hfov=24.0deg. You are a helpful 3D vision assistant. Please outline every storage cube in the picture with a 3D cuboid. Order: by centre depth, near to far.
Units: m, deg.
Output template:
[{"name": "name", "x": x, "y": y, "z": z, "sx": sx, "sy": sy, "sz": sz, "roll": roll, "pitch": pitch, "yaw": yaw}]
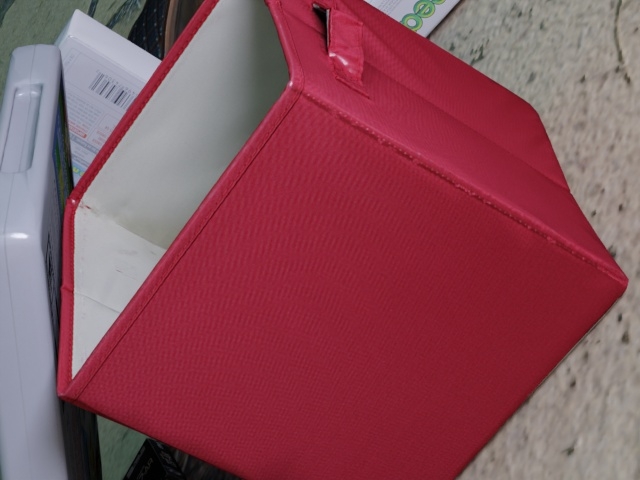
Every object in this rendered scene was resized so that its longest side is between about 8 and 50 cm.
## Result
[{"name": "storage cube", "x": 0.000, "y": 0.000, "z": 0.749, "sx": 0.215, "sy": 0.193, "sz": 0.183, "roll": -53, "pitch": 24, "yaw": 21}]

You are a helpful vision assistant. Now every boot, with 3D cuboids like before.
[{"name": "boot", "x": -0.104, "y": -0.187, "z": 1.300, "sx": 0.082, "sy": 0.106, "sz": 0.219, "roll": -46, "pitch": 32, "yaw": 34}]

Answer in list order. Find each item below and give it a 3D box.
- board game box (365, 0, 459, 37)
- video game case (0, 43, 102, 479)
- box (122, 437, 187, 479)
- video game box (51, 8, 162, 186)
[{"name": "board game box", "x": -0.004, "y": -0.149, "z": 1.102, "sx": 0.305, "sy": 0.053, "sz": 0.193, "roll": -46, "pitch": 27, "yaw": 33}, {"name": "video game case", "x": -0.158, "y": 0.086, "z": 0.879, "sx": 0.300, "sy": 0.036, "sz": 0.329, "roll": -107, "pitch": 13, "yaw": -65}, {"name": "box", "x": -0.123, "y": 0.183, "z": 1.015, "sx": 0.083, "sy": 0.018, "sz": 0.067, "roll": -60, "pitch": 23, "yaw": 4}, {"name": "video game box", "x": -0.132, "y": -0.032, "z": 1.044, "sx": 0.187, "sy": 0.205, "sz": 0.048, "roll": -49, "pitch": 22, "yaw": 26}]
